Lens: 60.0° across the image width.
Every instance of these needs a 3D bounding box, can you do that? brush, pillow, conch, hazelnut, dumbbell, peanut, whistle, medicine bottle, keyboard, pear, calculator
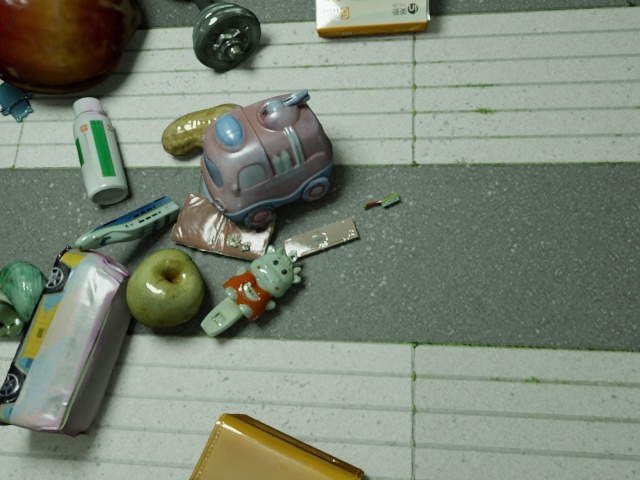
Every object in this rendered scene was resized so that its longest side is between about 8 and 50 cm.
[{"bbox_3d":[0.135,-0.082,1.236,0.083,0.019,0.021,-18,82,1],"label":"brush"},{"bbox_3d":[-0.219,-0.029,1.257,0.232,0.043,0.126,12,75,12],"label":"pillow"},{"bbox_3d":[-0.667,0.132,1.233,0.188,0.122,0.176,5,95,11],"label":"conch"},{"bbox_3d":[-0.650,-0.573,1.303,0.402,0.402,0.429,-5,67,6],"label":"hazelnut"},{"bbox_3d":[-0.290,-0.593,1.361,0.179,0.179,0.406,-30,72,-2],"label":"dumbbell"},{"bbox_3d":[-0.267,-0.255,1.302,0.226,0.095,0.108,-12,69,5],"label":"peanut"},{"bbox_3d":[-0.147,0.108,1.179,0.253,0.106,0.102,-39,56,-5],"label":"whistle"},{"bbox_3d":[-0.532,-0.217,1.329,0.095,0.095,0.260,-19,73,2],"label":"medicine bottle"},{"bbox_3d":[0.000,0.000,1.233,0.166,0.017,0.055,-19,68,2],"label":"keyboard"},{"bbox_3d":[-0.327,0.104,1.180,0.167,0.136,0.167,9,55,-14],"label":"pear"},{"bbox_3d":[-0.804,-0.371,1.451,0.094,0.019,0.141,-39,74,-4],"label":"calculator"}]

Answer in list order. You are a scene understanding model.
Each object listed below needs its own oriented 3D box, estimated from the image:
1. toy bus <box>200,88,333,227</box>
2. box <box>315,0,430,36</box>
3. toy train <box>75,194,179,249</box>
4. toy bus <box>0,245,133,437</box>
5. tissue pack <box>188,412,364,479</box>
[{"bbox_3d":[-0.120,-0.188,1.167,0.294,0.232,0.197,-24,60,-7],"label":"toy bus"},{"bbox_3d":[0.122,-0.607,1.320,0.274,0.091,0.221,1,97,7],"label":"box"},{"bbox_3d":[-0.419,-0.028,1.216,0.051,0.052,0.234,43,47,14],"label":"toy train"},{"bbox_3d":[-0.510,0.211,1.170,0.162,0.171,0.386,14,74,6],"label":"toy bus"},{"bbox_3d":[-0.072,0.439,1.021,0.274,0.194,0.145,20,78,12],"label":"tissue pack"}]
